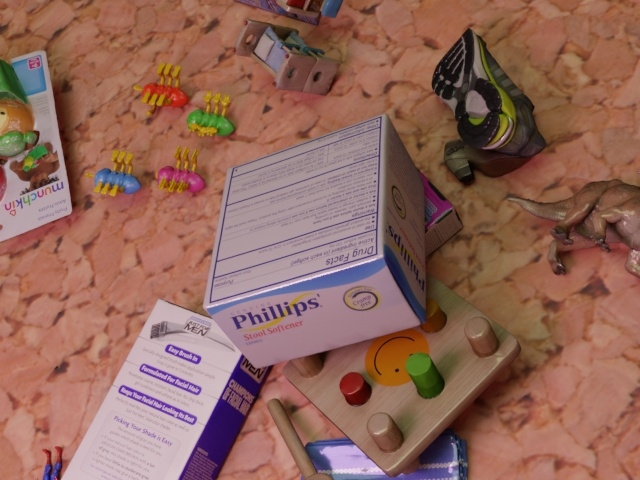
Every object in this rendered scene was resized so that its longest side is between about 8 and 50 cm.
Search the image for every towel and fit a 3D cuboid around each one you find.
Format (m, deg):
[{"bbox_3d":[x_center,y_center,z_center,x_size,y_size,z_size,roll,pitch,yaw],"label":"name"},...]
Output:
[{"bbox_3d":[0.079,0.424,1.493,0.243,0.040,0.336,-7,61,19],"label":"towel"}]

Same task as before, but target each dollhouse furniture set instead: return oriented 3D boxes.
[{"bbox_3d":[-0.035,-0.359,1.852,0.129,0.129,0.184,42,117,33],"label":"dollhouse furniture set"}]

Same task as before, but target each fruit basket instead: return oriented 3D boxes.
[{"bbox_3d":[-0.624,-0.153,2.007,0.327,0.165,0.353,-19,61,11],"label":"fruit basket"}]

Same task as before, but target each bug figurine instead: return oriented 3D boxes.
[{"bbox_3d":[-0.272,-0.169,1.928,0.216,0.072,0.279,15,65,21],"label":"bug figurine"}]

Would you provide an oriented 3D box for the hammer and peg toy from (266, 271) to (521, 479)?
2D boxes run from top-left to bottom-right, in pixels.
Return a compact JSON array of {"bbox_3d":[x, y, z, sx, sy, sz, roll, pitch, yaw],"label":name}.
[{"bbox_3d":[0.064,0.198,1.533,0.361,0.127,0.266,-42,47,-9],"label":"hammer and peg toy"}]

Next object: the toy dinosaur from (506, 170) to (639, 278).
[{"bbox_3d":[0.424,-0.046,1.562,0.295,0.127,0.200,13,60,41],"label":"toy dinosaur"}]

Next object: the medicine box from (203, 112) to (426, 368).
[{"bbox_3d":[0.000,0.000,1.547,0.263,0.149,0.289,-17,42,21],"label":"medicine box"}]

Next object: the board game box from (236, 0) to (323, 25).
[{"bbox_3d":[-0.044,-0.481,2.010,0.194,0.060,0.194,-47,58,-7],"label":"board game box"}]

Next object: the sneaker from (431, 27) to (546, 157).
[{"bbox_3d":[0.261,-0.222,1.729,0.111,0.121,0.300,-48,32,29],"label":"sneaker"}]

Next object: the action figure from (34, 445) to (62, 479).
[{"bbox_3d":[-0.421,0.379,1.723,0.038,0.030,0.115,-11,62,10],"label":"action figure"}]

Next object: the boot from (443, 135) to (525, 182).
[{"bbox_3d":[0.250,-0.138,1.724,0.118,0.042,0.087,-15,51,6],"label":"boot"}]

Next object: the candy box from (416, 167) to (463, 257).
[{"bbox_3d":[0.079,-0.011,1.704,0.233,0.071,0.159,-38,56,-2],"label":"candy box"}]

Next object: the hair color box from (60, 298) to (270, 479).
[{"bbox_3d":[-0.230,0.276,1.654,0.185,0.110,0.339,18,73,30],"label":"hair color box"}]
